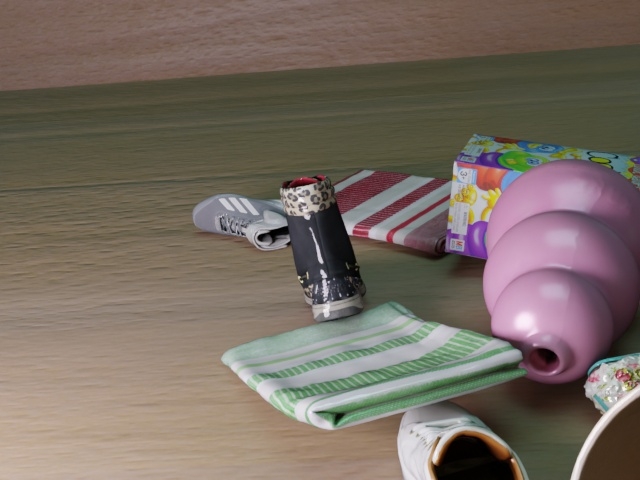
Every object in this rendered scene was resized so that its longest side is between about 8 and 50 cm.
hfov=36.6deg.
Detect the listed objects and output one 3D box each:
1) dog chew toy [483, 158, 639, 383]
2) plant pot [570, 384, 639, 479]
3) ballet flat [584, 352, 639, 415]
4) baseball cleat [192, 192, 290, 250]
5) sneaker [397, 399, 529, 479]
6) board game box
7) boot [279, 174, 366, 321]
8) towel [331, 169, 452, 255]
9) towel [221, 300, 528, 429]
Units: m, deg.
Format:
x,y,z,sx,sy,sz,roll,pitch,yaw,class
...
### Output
x,y,z,sx,sy,sz,roll,pitch,yaw,class
0.283,0.041,1.131,0.206,0.207,0.332,3,30,20,dog chew toy
0.353,0.191,0.711,0.256,0.257,0.274,11,10,35,plant pot
0.394,0.147,1.010,0.240,0.091,0.077,-13,53,-8,ballet flat
-0.123,-0.031,1.568,0.205,0.072,0.109,-3,28,16,baseball cleat
0.135,0.195,0.868,0.105,0.123,0.290,-10,20,-6,sneaker
0.330,-0.048,1.357,0.275,0.142,0.144,11,26,17,board game box
0.002,0.000,1.278,0.085,0.179,0.236,-14,9,0,boot
0.127,-0.051,1.614,0.329,0.037,0.237,12,29,40,towel
0.045,0.130,1.075,0.247,0.038,0.325,-13,10,-18,towel
